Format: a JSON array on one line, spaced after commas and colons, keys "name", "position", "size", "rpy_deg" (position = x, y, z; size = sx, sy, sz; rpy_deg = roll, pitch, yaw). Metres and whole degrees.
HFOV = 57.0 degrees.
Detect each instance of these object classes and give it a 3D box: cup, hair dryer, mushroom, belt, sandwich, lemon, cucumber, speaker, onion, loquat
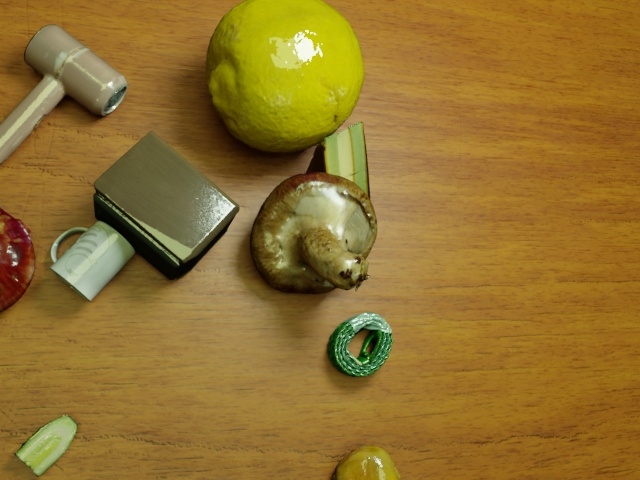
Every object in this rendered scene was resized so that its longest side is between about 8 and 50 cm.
[{"name": "cup", "position": [-0.454, 0.028, 1.141], "size": [0.136, 0.099, 0.133], "rpy_deg": [42, 69, -7]}, {"name": "hair dryer", "position": [-0.569, -0.253, 1.195], "size": [0.189, 0.107, 0.344], "rpy_deg": [38, 78, -7]}, {"name": "mushroom", "position": [-0.001, -0.019, 1.217], "size": [0.267, 0.254, 0.267], "rpy_deg": [8, 73, -28]}, {"name": "belt", "position": [0.090, 0.221, 1.266], "size": [0.121, 0.079, 0.151], "rpy_deg": [44, 68, -2]}, {"name": "sandwich", "position": [0.060, -0.146, 1.300], "size": [0.117, 0.187, 0.144], "rpy_deg": [-29, 80, -20]}, {"name": "lemon", "position": [-0.072, -0.349, 1.235], "size": [0.348, 0.348, 0.347], "rpy_deg": [4, 75, -16]}, {"name": "cucumber", "position": [-0.495, 0.366, 1.077], "size": [0.107, 0.035, 0.067], "rpy_deg": [-44, 109, -23]}, {"name": "speaker", "position": [-0.308, -0.063, 1.176], "size": [0.231, 0.153, 0.192], "rpy_deg": [41, 64, -3]}, {"name": "onion", "position": [-0.638, 0.024, 1.055], "size": [0.230, 0.163, 0.229], "rpy_deg": [3, 70, -9]}, {"name": "loquat", "position": [0.092, 0.481, 1.185], "size": [0.137, 0.113, 0.137], "rpy_deg": [0, 91, 0]}]
